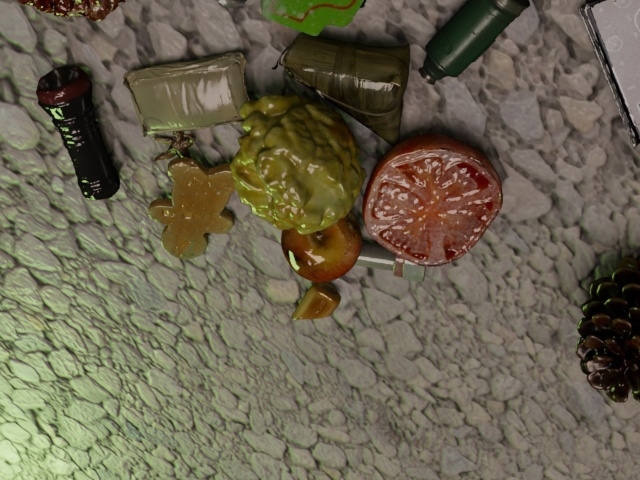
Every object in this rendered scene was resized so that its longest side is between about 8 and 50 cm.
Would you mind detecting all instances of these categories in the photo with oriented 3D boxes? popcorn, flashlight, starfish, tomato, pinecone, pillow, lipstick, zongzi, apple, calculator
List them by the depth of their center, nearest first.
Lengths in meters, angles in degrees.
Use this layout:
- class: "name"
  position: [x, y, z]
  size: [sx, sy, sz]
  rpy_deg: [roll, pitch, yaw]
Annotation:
- class: "calculator"
  position: [0.502, -0.268, 1.420]
  size: [0.166, 0.028, 0.274]
  rpy_deg: [-23, 111, 18]
- class: "zongzi"
  position: [0.035, -0.231, 1.514]
  size: [0.205, 0.094, 0.204]
  rpy_deg: [12, 150, 9]
- class: "popcorn"
  position: [-0.033, -0.128, 1.522]
  size: [0.235, 0.217, 0.181]
  rpy_deg: [58, 143, -1]
- class: "pillow"
  position: [-0.208, -0.234, 1.548]
  size: [0.208, 0.053, 0.119]
  rpy_deg: [-6, 113, 11]
- class: "tomato"
  position: [0.184, -0.074, 1.593]
  size: [0.237, 0.095, 0.236]
  rpy_deg: [2, 123, 3]
- class: "flashlight"
  position: [-0.399, -0.174, 1.610]
  size: [0.093, 0.093, 0.232]
  rpy_deg: [-3, 131, 10]
- class: "pinecone"
  position: [0.538, 0.165, 1.610]
  size: [0.246, 0.292, 0.246]
  rpy_deg: [19, 123, 33]
- class: "starfish"
  position: [-0.248, -0.157, 1.631]
  size: [0.091, 0.028, 0.078]
  rpy_deg: [-31, 111, 29]
- class: "apple"
  position: [0.000, 0.000, 1.636]
  size: [0.147, 0.146, 0.146]
  rpy_deg: [4, 127, 5]
- class: "lipstick"
  position: [0.096, 0.026, 1.706]
  size: [0.186, 0.057, 0.063]
  rpy_deg: [9, 132, 8]

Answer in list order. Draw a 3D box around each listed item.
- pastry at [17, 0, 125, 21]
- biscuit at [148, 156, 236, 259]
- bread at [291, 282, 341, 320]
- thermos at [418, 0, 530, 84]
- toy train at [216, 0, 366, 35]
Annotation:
- class: "pastry"
  position: [-0.395, -0.394, 1.430]
  size: [0.209, 0.115, 0.097]
  rpy_deg: [9, 139, -2]
- class: "biscuit"
  position: [-0.223, -0.054, 1.689]
  size: [0.153, 0.030, 0.234]
  rpy_deg: [11, 134, -11]
- class: "bread"
  position: [-0.005, 0.121, 1.789]
  size: [0.062, 0.049, 0.103]
  rpy_deg: [30, 126, -4]
- class: "thermos"
  position: [0.221, -0.309, 1.433]
  size: [0.073, 0.083, 0.188]
  rpy_deg: [47, 123, 1]
- class: "toy train"
  position: [-0.020, -0.427, 1.239]
  size: [0.249, 0.173, 0.307]
  rpy_deg: [17, 130, -18]
